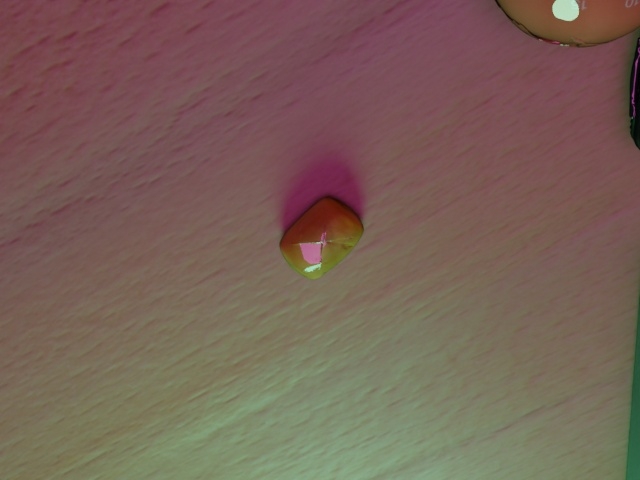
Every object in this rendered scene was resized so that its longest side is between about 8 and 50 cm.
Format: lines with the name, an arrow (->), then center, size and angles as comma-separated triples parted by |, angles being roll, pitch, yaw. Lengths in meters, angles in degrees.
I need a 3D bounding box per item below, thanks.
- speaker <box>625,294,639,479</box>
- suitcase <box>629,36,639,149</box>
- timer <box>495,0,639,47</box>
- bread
speaker -> 0.519, 0.219, 1.438 | 0.184, 0.183, 0.406 | -1, 107, -1
suitcase -> 0.537, -0.190, 1.334 | 0.312, 0.128, 0.202 | 3, 107, 4
timer -> 0.298, -0.340, 1.250 | 0.229, 0.230, 0.215 | 6, 141, 2
bread -> 0.000, 0.000, 1.470 | 0.115, 0.056, 0.082 | -40, 101, 14
